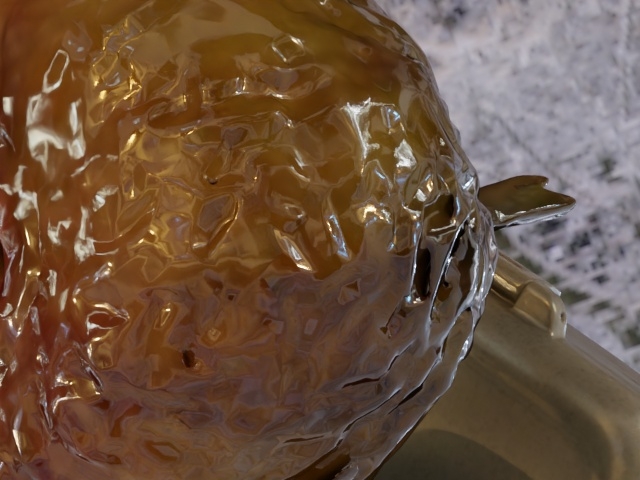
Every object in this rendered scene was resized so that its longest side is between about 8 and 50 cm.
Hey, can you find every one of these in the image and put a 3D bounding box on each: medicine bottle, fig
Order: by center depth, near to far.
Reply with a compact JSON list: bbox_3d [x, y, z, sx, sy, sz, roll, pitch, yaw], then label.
[{"bbox_3d":[0.000,0.000,0.719,0.369,0.286,0.286,-5,-31,-36],"label":"fig"},{"bbox_3d":[0.035,0.124,0.968,0.123,0.375,0.282,12,-71,-51],"label":"medicine bottle"}]
